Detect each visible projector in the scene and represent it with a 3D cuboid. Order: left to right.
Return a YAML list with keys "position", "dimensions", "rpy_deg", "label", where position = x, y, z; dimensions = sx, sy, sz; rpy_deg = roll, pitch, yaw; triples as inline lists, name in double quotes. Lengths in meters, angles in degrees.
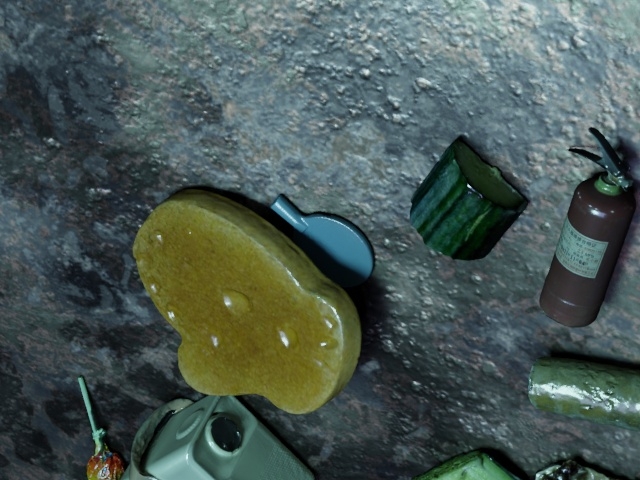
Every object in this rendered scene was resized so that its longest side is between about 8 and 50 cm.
- position: [-0.155, 0.338, 1.868]
  dimensions: [0.242, 0.163, 0.177]
  rpy_deg: [46, 128, -13]
  label: "projector"

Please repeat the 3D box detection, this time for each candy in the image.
- position: [-0.346, 0.297, 2.011]
  dimensions: [0.060, 0.060, 0.201]
  rpy_deg: [1, 115, 25]
  label: "candy"

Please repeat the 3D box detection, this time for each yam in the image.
- position: [0.345, 0.187, 1.580]
  dimensions: [0.179, 0.078, 0.078]
  rpy_deg: [7, 125, 21]
  label: "yam"

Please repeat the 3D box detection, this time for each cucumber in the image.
- position: [0.168, -0.038, 1.516]
  dimensions: [0.116, 0.062, 0.115]
  rpy_deg: [36, 134, 0]
  label: "cucumber"
- position: [0.213, 0.348, 1.754]
  dimensions: [0.193, 0.086, 0.115]
  rpy_deg: [35, 86, -6]
  label: "cucumber"

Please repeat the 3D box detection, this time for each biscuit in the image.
- position: [-0.103, 0.095, 1.702]
  dimensions: [0.343, 0.057, 0.287]
  rpy_deg: [36, 129, 17]
  label: "biscuit"

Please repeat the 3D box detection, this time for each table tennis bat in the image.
- position: [0.000, 0.000, 1.650]
  dimensions: [0.155, 0.019, 0.100]
  rpy_deg: [40, 130, -7]
  label: "table tennis bat"

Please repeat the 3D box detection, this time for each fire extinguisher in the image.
- position: [0.297, -0.016, 1.470]
  dimensions: [0.099, 0.071, 0.231]
  rpy_deg: [38, 136, 34]
  label: "fire extinguisher"

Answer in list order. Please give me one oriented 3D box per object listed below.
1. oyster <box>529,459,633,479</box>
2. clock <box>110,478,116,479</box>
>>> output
- position: [0.336, 0.397, 1.692]
  dimensions: [0.214, 0.083, 0.223]
  rpy_deg: [8, 108, 5]
  label: "oyster"
- position: [-0.296, 0.507, 2.084]
  dimensions: [0.277, 0.071, 0.293]
  rpy_deg: [27, 138, -7]
  label: "clock"
